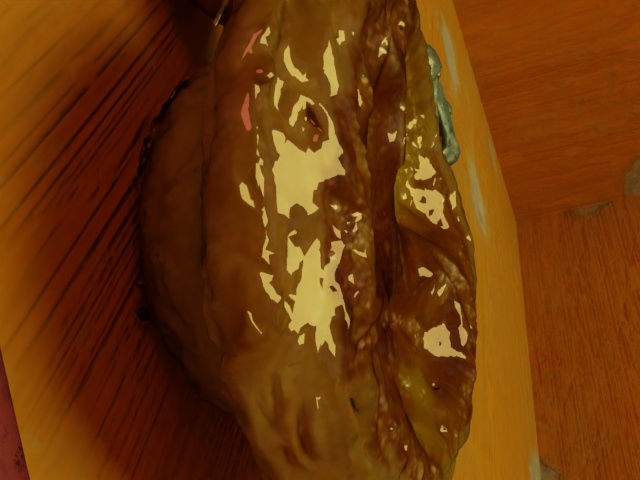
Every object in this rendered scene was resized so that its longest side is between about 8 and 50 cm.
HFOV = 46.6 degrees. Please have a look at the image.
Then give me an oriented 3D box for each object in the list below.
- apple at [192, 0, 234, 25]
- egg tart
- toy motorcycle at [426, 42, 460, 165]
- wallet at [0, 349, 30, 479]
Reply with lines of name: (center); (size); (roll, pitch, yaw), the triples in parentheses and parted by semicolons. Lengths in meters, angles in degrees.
apple: (-0.041, -0.271, 0.600); (0.196, 0.196, 0.196); (-13, 90, -70)
egg tart: (0.000, 0.000, 0.545); (0.443, 0.178, 0.443); (-4, 90, -69)
toy motorcycle: (0.069, -0.188, 0.936); (0.260, 0.154, 0.206); (52, 49, -22)
wallet: (-0.150, 0.138, 0.288); (0.119, 0.025, 0.232); (-13, 90, -70)
